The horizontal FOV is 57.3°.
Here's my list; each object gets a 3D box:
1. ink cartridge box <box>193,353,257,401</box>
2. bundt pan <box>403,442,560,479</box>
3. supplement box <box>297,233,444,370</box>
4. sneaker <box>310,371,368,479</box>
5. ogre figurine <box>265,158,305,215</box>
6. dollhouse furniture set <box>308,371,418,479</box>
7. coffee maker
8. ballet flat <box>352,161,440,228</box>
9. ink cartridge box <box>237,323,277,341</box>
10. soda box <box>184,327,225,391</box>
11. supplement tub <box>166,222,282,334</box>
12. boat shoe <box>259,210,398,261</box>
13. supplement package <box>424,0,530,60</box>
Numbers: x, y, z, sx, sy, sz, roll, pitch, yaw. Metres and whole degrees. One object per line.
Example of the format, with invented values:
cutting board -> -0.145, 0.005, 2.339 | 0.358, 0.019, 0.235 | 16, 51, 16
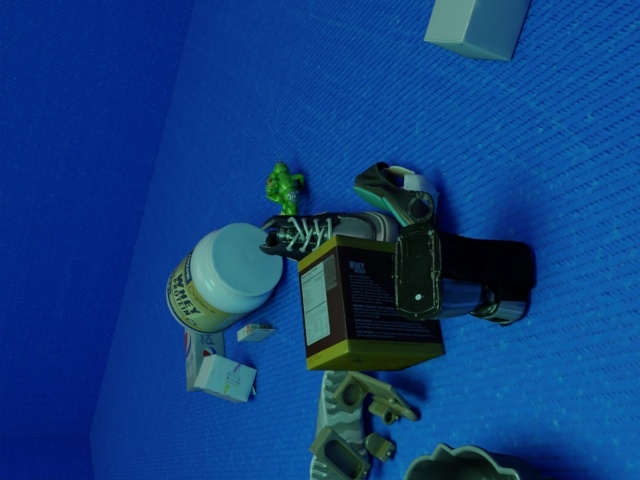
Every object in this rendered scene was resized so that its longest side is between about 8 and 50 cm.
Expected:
ink cartridge box -> -0.244, 0.370, 1.555 | 0.092, 0.143, 0.089 | -24, 45, 56
bundt pan -> 0.227, 0.423, 0.729 | 0.331, 0.124, 0.330 | -25, 60, 56
supplement box -> 0.081, 0.111, 0.992 | 0.129, 0.192, 0.194 | -37, 52, 51
sneaker -> 0.041, 0.366, 1.126 | 0.115, 0.105, 0.280 | -79, -4, -88
ogre figurine -> -0.089, -0.117, 1.456 | 0.118, 0.097, 0.196 | 103, 171, -45
dollhouse furniture set -> 0.082, 0.331, 0.984 | 0.151, 0.144, 0.123 | -50, 23, -20
coffee maker -> 0.203, 0.031, 0.814 | 0.120, 0.178, 0.171 | 31, 111, 56
ballet flat -> 0.144, -0.080, 1.033 | 0.096, 0.095, 0.280 | -46, 34, 3
ink cartridge box -> -0.164, 0.233, 1.514 | 0.115, 0.063, 0.029 | -39, 52, 49
soda box -> -0.357, 0.312, 1.796 | 0.091, 0.098, 0.286 | -43, 48, 48
supplement tub -> -0.255, 0.103, 1.541 | 0.316, 0.229, 0.228 | -38, 51, 51
boat shoe -> 0.000, 0.000, 1.195 | 0.341, 0.158, 0.127 | -11, 73, 59
supplement package -> 0.254, -0.383, 0.909 | 0.105, 0.105, 0.179 | 35, 112, 57
